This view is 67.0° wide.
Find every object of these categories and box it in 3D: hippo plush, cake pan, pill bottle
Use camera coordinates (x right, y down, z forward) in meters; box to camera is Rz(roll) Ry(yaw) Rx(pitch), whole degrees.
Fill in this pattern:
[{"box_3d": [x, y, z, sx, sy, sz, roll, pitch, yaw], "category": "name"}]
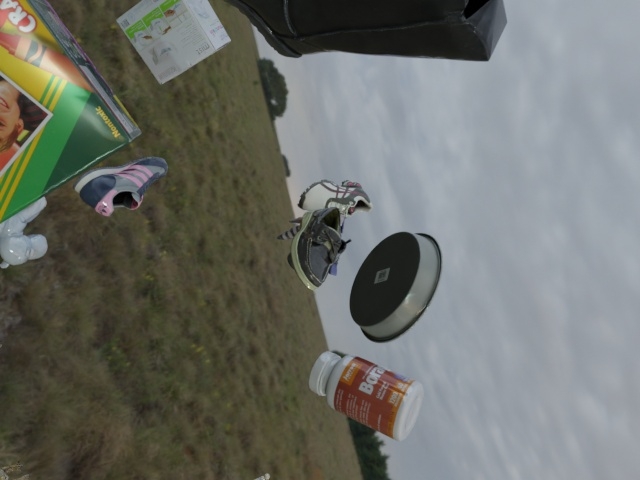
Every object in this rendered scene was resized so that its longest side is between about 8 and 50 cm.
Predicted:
[{"box_3d": [-1.109, -0.040, 1.779, 0.236, 0.234, 0.294, 60, 12, 1], "category": "hippo plush"}, {"box_3d": [0.168, 0.100, 1.162, 0.054, 0.293, 0.293, 30, 17, -22], "category": "cake pan"}, {"box_3d": [0.090, 0.309, 0.992, 0.121, 0.216, 0.121, -37, 135, -48], "category": "pill bottle"}]

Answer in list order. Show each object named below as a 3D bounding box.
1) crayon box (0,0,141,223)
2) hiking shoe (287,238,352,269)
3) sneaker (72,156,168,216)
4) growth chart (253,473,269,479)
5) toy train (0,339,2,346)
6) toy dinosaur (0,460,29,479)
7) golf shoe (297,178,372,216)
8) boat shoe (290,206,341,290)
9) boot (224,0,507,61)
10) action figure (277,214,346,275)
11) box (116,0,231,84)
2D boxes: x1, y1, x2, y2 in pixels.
[{"box_3d": [-0.436, -0.180, 0.504, 0.362, 0.313, 0.106, 58, -1, -22], "category": "crayon box"}, {"box_3d": [-0.005, 0.029, 1.505, 0.114, 0.227, 0.086, -46, -110, 39], "category": "hiking shoe"}, {"box_3d": [-0.540, -0.150, 1.392, 0.131, 0.112, 0.319, 49, 34, 3], "category": "sneaker"}, {"box_3d": [-0.216, 0.710, 1.314, 0.237, 0.172, 0.021, 106, -40, -84], "category": "growth chart"}, {"box_3d": [-0.774, 0.278, 1.070, 0.027, 0.036, 0.158, 38, 39, -6], "category": "toy train"}, {"box_3d": [-0.610, 0.445, 0.896, 0.093, 0.183, 0.053, 24, 39, -52], "category": "toy dinosaur"}, {"box_3d": [0.055, -0.135, 1.604, 0.120, 0.273, 0.105, 49, -44, 35], "category": "golf shoe"}, {"box_3d": [0.001, 0.000, 0.887, 0.080, 0.073, 0.223, 51, 23, -23], "category": "boat shoe"}, {"box_3d": [0.020, -0.414, 0.732, 0.445, 0.146, 0.367, 23, -2, 41], "category": "boot"}, {"box_3d": [-0.018, -0.018, 1.940, 0.330, 0.179, 0.341, -33, -134, 46], "category": "action figure"}, {"box_3d": [-0.464, -0.665, 1.535, 0.231, 0.262, 0.126, 57, 33, -25], "category": "box"}]
